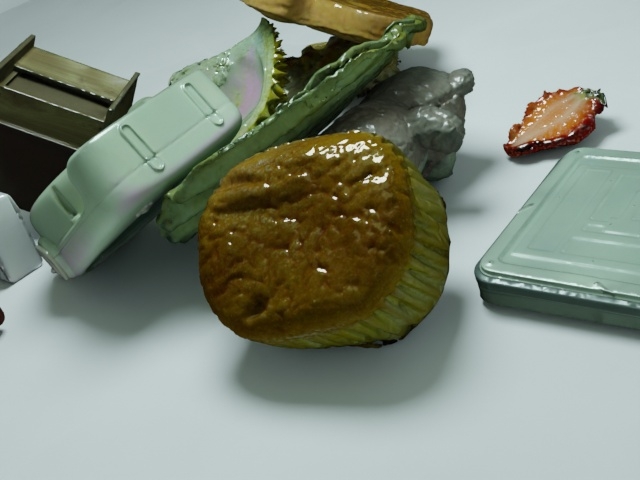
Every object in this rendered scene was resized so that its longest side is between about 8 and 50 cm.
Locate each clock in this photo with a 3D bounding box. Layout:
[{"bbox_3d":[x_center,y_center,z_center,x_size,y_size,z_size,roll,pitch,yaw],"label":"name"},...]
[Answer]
[{"bbox_3d":[-0.263,-0.067,1.202,0.324,0.108,0.265,-37,8,44],"label":"clock"}]

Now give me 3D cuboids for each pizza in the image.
[{"bbox_3d":[0.014,-0.288,1.545,0.324,0.089,0.223,-25,28,-10],"label":"pizza"}]

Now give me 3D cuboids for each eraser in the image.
[{"bbox_3d":[-0.507,-0.019,1.346,0.210,0.124,0.068,13,43,42],"label":"eraser"}]

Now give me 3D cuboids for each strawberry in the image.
[{"bbox_3d":[0.309,-0.151,1.201,0.152,0.048,0.104,-33,38,2],"label":"strawberry"}]

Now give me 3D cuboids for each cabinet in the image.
[{"bbox_3d":[-0.387,-0.163,1.367,0.175,0.215,0.148,19,34,-4],"label":"cabinet"}]

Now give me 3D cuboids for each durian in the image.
[{"bbox_3d":[-0.168,-0.192,1.404,0.306,0.166,0.172,-23,24,21],"label":"durian"}]

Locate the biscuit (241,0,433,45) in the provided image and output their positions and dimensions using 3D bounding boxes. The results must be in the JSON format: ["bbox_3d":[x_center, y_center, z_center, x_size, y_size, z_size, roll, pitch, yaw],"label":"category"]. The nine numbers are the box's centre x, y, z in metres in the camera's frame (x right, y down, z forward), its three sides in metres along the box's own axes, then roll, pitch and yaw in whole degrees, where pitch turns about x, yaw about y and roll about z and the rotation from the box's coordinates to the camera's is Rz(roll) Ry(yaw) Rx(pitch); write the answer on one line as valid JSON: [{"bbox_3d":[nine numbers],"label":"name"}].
[{"bbox_3d":[0.026,-0.359,1.442,0.312,0.057,0.351,12,19,-3],"label":"biscuit"}]

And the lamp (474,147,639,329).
[{"bbox_3d":[0.332,-0.008,0.953,0.267,0.047,0.269,10,40,37],"label":"lamp"}]

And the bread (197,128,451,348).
[{"bbox_3d":[0.000,0.000,0.958,0.254,0.142,0.227,-3,76,26],"label":"bread"}]

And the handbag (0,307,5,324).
[{"bbox_3d":[-0.565,0.047,1.138,0.276,0.260,0.084,-9,34,19],"label":"handbag"}]

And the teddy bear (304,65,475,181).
[{"bbox_3d":[0.085,-0.116,1.156,0.236,0.151,0.267,-22,12,44],"label":"teddy bear"}]

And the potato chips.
[{"bbox_3d":[-0.043,-0.148,1.186,0.429,0.070,0.358,-41,3,-6],"label":"potato chips"}]

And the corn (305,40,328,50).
[{"bbox_3d":[0.010,-0.360,1.714,0.083,0.028,0.027,0,14,28],"label":"corn"}]
